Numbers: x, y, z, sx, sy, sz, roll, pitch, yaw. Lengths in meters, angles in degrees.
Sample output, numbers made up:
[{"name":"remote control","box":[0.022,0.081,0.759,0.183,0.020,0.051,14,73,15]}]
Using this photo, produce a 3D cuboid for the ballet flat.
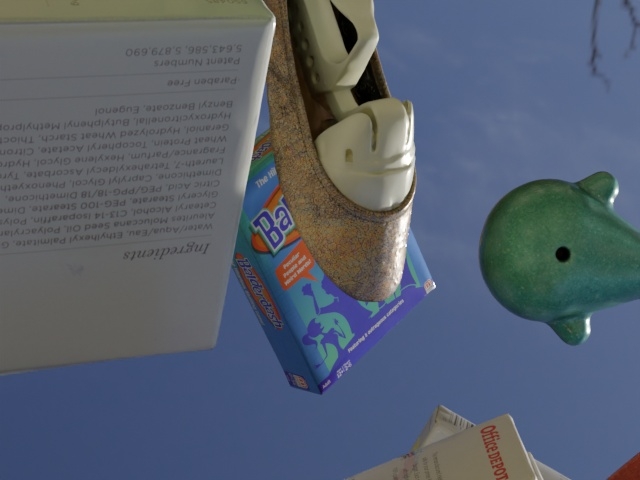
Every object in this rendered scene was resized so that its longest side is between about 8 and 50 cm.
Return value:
[{"name":"ballet flat","box":[0.013,-0.111,1.113,0.108,0.106,0.316,-13,-98,-36]}]

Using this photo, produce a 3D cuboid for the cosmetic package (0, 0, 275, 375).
[{"name":"cosmetic package","box":[-0.127,-0.055,0.669,0.152,0.183,0.151,-5,-142,-24]}]

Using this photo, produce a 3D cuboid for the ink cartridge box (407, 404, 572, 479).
[{"name":"ink cartridge box","box":[0.178,0.373,1.538,0.304,0.307,0.072,30,-159,0]}]

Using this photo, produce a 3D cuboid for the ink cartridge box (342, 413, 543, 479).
[{"name":"ink cartridge box","box":[0.093,0.280,1.220,0.233,0.168,0.171,-23,-170,5]}]

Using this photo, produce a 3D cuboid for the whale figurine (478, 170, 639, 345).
[{"name":"whale figurine","box":[0.329,0.023,1.779,0.272,0.141,0.216,13,-89,-1]}]

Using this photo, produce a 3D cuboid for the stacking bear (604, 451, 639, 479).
[{"name":"stacking bear","box":[0.342,0.214,0.917,0.175,0.164,0.289,-19,-114,-43]}]

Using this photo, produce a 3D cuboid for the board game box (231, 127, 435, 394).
[{"name":"board game box","box":[0.000,0.000,1.259,0.160,0.210,0.047,-42,-150,-29]}]
